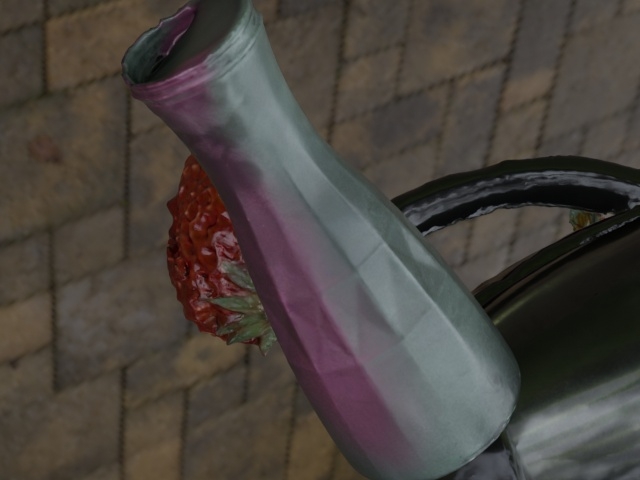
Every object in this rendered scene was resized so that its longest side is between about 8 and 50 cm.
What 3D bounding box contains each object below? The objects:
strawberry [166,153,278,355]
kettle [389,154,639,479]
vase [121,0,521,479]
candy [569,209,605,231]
[{"bbox_3d":[-0.069,-0.022,1.512,0.205,0.244,0.205,-15,135,-16],"label":"strawberry"},{"bbox_3d":[0.155,0.073,0.865,0.271,0.250,0.207,-18,-176,-22],"label":"kettle"},{"bbox_3d":[0.000,0.000,0.643,0.086,0.086,0.214,-37,120,-7],"label":"vase"},{"bbox_3d":[0.270,0.041,1.387,0.053,0.182,0.046,-40,163,33],"label":"candy"}]
